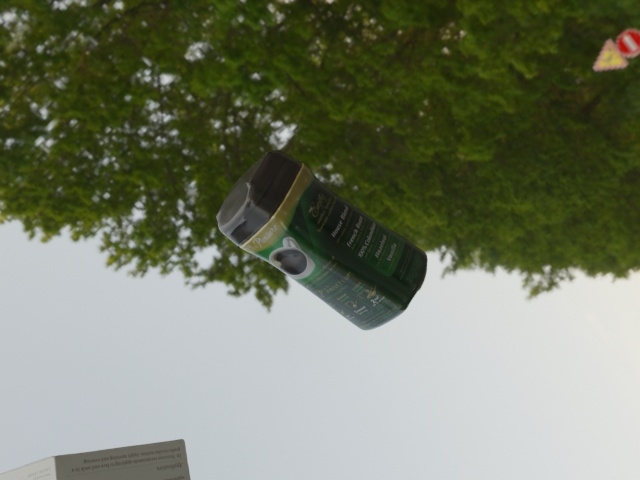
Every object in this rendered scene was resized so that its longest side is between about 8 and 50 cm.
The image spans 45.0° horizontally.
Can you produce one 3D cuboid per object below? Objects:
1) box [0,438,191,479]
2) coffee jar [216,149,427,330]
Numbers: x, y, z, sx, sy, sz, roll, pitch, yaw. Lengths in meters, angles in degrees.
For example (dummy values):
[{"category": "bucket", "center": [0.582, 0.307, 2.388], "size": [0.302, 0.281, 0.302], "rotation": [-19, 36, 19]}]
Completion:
[{"category": "box", "center": [-0.272, 0.315, 0.906], "size": [0.181, 0.182, 0.119], "rotation": [8, -117, -49]}, {"category": "coffee jar", "center": [0.000, 0.000, 0.700], "size": [0.184, 0.096, 0.079], "rotation": [35, -125, -13]}]
